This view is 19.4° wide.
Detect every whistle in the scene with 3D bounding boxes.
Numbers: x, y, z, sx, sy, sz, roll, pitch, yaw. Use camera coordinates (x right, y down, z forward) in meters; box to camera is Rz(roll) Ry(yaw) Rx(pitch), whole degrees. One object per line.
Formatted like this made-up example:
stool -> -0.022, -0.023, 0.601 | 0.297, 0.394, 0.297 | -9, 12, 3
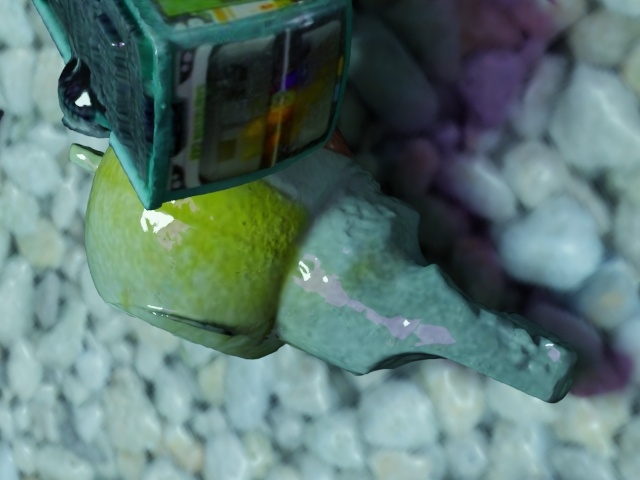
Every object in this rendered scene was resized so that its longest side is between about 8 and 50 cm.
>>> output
whistle -> 0.000, 0.000, 0.731 | 0.223, 0.123, 0.123 | 22, 107, 15

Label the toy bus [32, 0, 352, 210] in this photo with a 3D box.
toy bus -> -0.077, -0.124, 0.715 | 0.091, 0.109, 0.262 | 97, 151, -43
